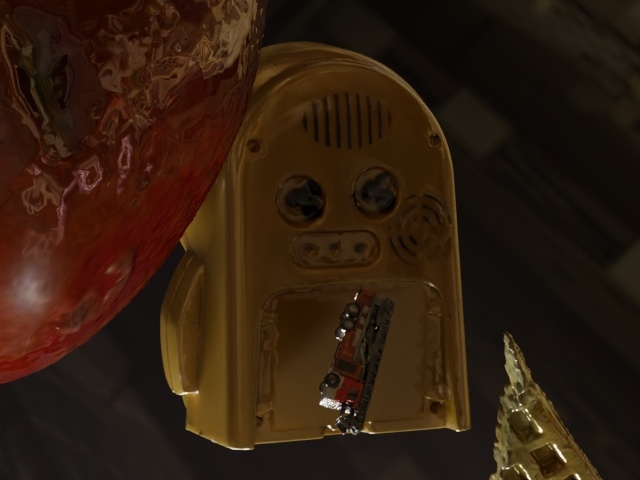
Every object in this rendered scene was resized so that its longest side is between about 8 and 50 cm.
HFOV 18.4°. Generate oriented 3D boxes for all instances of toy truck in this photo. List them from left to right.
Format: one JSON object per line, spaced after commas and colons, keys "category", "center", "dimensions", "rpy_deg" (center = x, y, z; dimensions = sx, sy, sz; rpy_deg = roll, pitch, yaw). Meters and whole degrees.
{"category": "toy truck", "center": [0.020, 0.068, 1.129], "dimensions": [0.032, 0.083, 0.024], "rpy_deg": [20, 159, -7]}

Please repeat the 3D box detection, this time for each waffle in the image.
{"category": "waffle", "center": [0.114, 0.155, 1.272], "dimensions": [0.191, 0.125, 0.032], "rpy_deg": [52, -178, -38]}

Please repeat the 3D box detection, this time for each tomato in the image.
{"category": "tomato", "center": [-0.136, -0.030, 0.737], "dimensions": [0.309, 0.309, 0.170], "rpy_deg": [39, -155, -60]}

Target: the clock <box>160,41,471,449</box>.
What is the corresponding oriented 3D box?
{"category": "clock", "center": [0.000, 0.000, 1.607], "dimensions": [0.244, 0.317, 0.200], "rpy_deg": [-3, -171, -22]}
